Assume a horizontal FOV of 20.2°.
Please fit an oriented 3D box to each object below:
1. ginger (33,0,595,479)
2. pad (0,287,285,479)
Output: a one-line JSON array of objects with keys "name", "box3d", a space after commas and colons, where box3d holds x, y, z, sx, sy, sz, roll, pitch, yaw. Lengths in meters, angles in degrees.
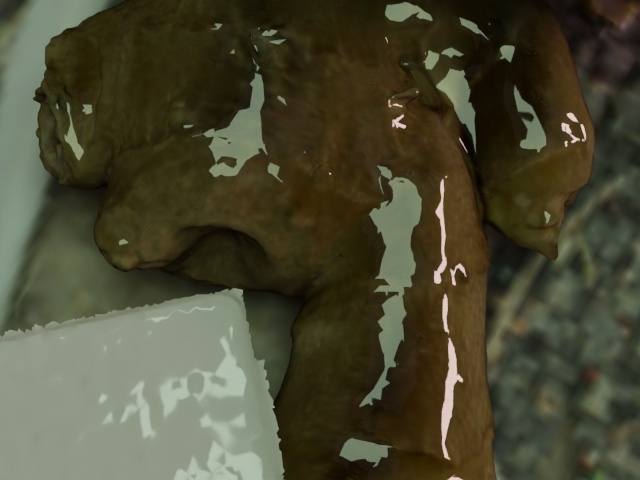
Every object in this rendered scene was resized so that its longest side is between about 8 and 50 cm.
[{"name": "ginger", "box3d": [-0.010, 0.004, 0.419, 0.133, 0.059, 0.214, 18, 75, -9]}, {"name": "pad", "box3d": [-0.111, 0.106, 0.377, 0.232, 0.004, 0.156, -13, 79, 3]}]
